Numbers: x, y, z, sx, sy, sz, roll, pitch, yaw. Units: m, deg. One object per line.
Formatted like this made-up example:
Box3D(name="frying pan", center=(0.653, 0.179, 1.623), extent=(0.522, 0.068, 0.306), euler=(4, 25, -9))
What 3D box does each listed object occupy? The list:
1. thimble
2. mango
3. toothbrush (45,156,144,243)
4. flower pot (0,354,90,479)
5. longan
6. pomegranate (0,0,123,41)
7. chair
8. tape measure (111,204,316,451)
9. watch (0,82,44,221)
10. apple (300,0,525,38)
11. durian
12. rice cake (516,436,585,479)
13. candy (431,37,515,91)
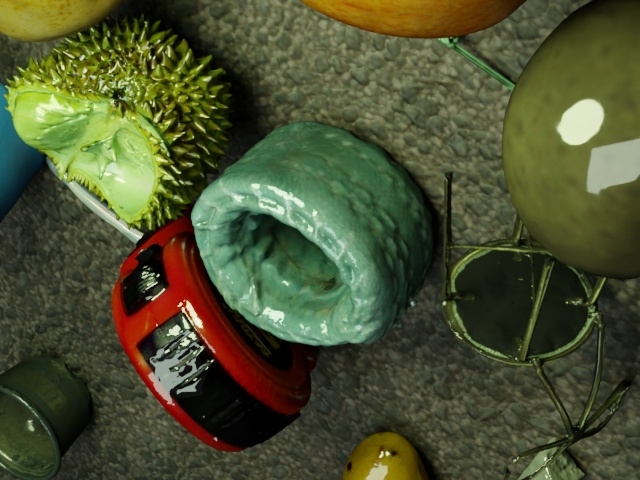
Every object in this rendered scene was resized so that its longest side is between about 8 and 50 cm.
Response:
Box3D(name="thimble", center=(0.000, 0.000, 1.620), extent=(0.235, 0.143, 0.198), euler=(39, 139, 8))
Box3D(name="mango", center=(0.080, 0.299, 1.831), extent=(0.115, 0.090, 0.178), euler=(-16, 108, 31))
Box3D(name="toothbrush", center=(-0.216, -0.013, 1.871), extent=(0.269, 0.027, 0.021), euler=(39, 151, 10))
Box3D(name="flower pot", center=(-0.371, 0.223, 2.120), extent=(0.157, 0.107, 0.157), euler=(19, 129, 25))
Box3D(name="longan", center=(0.258, -0.084, 1.276), extent=(0.215, 0.246, 0.246), euler=(18, 147, -28))
Box3D(name="pomegranate", center=(-0.257, -0.302, 1.540), extent=(0.233, 0.233, 0.233), euler=(21, 133, 25))
Box3D(name="chair", center=(0.192, 0.063, 1.505), extent=(0.170, 0.160, 0.325), euler=(40, 149, 28))
Box3D(name="tape measure", center=(-0.119, 0.098, 1.723), extent=(0.114, 0.260, 0.253), euler=(-37, 98, 15))
Box3D(name="watch", center=(-0.434, -0.127, 1.830), extent=(0.274, 0.241, 0.305), euler=(46, 149, -25))
Box3D(name="apple", center=(0.088, -0.290, 1.208), extent=(0.275, 0.299, 0.299), euler=(35, 137, 17))
Box3D(name="durian", center=(-0.190, -0.128, 1.645), extent=(0.237, 0.176, 0.200), euler=(23, 152, 40))
Box3D(name="rice cake", center=(0.210, 0.301, 1.756), extent=(0.057, 0.052, 0.256), euler=(57, 144, 24))
Box3D(name="candy", center=(0.117, -0.179, 1.470), extent=(0.185, 0.049, 0.055), euler=(35, 145, 0))
